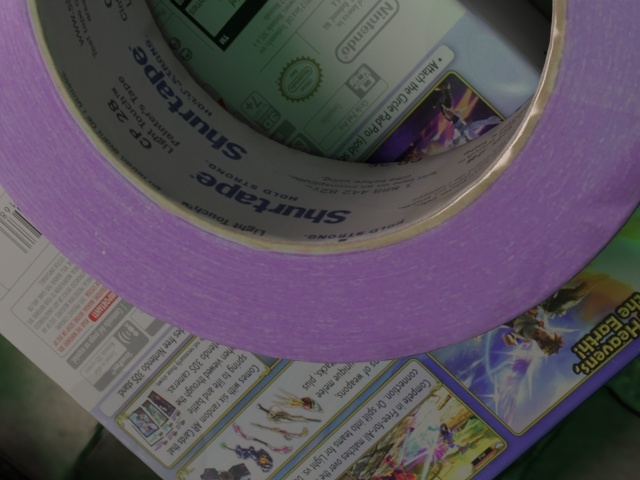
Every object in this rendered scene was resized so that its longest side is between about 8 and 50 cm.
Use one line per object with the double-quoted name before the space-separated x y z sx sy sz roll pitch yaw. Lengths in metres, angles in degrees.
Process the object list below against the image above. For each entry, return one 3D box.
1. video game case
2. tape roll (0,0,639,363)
"video game case" 0.000 0.000 0.741 0.244 0.061 0.269 43 119 -2
"tape roll" 0.000 -0.098 0.613 0.274 0.090 0.275 7 115 16
